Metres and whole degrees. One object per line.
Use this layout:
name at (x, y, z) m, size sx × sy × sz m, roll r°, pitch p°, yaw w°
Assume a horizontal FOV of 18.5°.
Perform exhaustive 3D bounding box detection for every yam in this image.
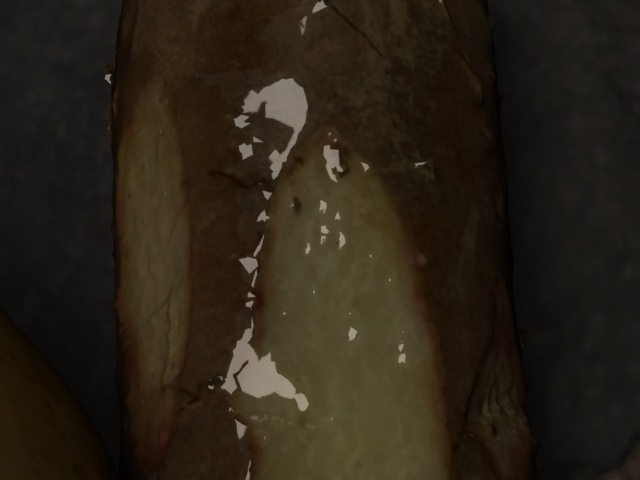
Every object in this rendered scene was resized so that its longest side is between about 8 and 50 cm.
yam at (-0.001, 0.001, 0.633) m, size 0.128 × 0.129 × 0.238 m, roll -22°, pitch 63°, yaw 47°

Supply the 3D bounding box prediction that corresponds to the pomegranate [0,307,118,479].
pomegranate at (-0.250, 0.115, 0.526) m, size 0.416 × 0.416 × 0.416 m, roll -5°, pitch 73°, yaw 15°
